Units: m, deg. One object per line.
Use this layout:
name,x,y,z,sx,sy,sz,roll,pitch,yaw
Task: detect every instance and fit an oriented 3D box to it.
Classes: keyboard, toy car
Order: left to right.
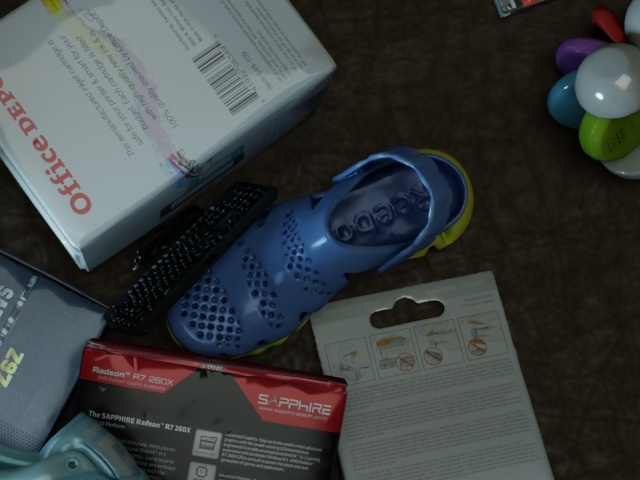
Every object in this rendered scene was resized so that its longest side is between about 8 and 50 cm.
keyboard,-0.129,0.006,1.352,0.192,0.100,0.038,-46,118,-26
toy car,0.287,-0.161,1.423,0.136,0.159,0.182,33,78,35

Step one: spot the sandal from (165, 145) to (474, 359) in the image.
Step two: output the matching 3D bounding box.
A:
sandal,0.000,0.000,1.362,0.317,0.138,0.126,-32,85,-7

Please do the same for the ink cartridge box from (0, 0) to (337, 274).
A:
ink cartridge box,-0.159,-0.132,1.333,0.270,0.197,0.198,-36,87,-10

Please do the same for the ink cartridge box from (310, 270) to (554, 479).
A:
ink cartridge box,0.101,0.159,1.403,0.189,0.066,0.232,-11,62,-7

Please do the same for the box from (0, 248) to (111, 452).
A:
box,-0.317,0.123,1.351,0.183,0.059,0.233,28,80,-2

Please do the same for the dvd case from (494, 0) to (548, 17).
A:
dvd case,0.217,-0.278,1.485,0.119,0.013,0.087,-21,85,-7

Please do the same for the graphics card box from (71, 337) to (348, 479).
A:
graphics card box,-0.120,0.283,1.306,0.232,0.094,0.371,9,89,-5

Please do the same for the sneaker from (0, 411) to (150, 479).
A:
sneaker,-0.169,0.219,1.187,0.366,0.135,0.150,11,95,0
